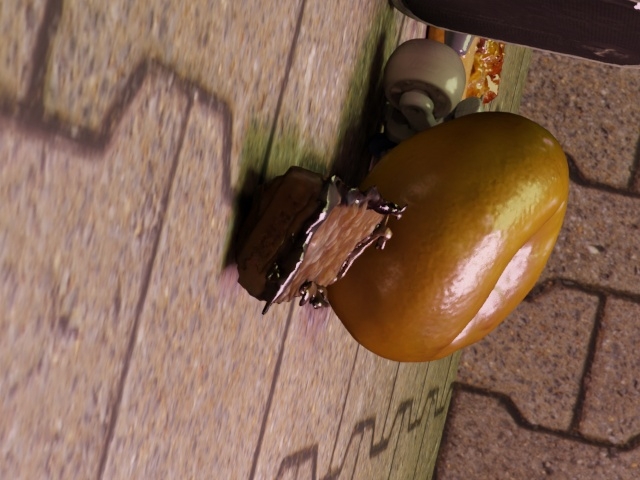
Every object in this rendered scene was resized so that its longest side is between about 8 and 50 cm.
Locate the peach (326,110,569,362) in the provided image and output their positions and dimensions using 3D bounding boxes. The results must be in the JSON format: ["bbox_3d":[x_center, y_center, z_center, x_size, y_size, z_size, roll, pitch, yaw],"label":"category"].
[{"bbox_3d":[0.112,-0.001,1.572,0.251,0.153,0.251,-35,164,-12],"label":"peach"}]

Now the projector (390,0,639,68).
[{"bbox_3d":[0.199,-0.300,1.509,0.248,0.248,0.249,43,60,-79],"label":"projector"}]

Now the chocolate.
[{"bbox_3d":[-0.003,-0.006,1.301,0.102,0.065,0.329,-58,171,4],"label":"chocolate"}]

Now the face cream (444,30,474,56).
[{"bbox_3d":[0.167,-0.331,1.797,0.092,0.092,0.311,54,51,-79],"label":"face cream"}]

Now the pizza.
[{"bbox_3d":[0.171,-0.237,1.985,0.228,0.081,0.289,-68,166,-45],"label":"pizza"}]

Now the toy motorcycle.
[{"bbox_3d":[0.102,-0.092,1.674,0.254,0.112,0.112,90,16,-61],"label":"toy motorcycle"}]
